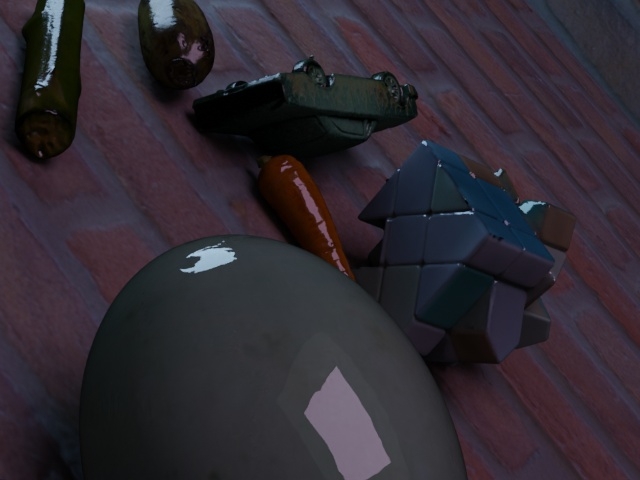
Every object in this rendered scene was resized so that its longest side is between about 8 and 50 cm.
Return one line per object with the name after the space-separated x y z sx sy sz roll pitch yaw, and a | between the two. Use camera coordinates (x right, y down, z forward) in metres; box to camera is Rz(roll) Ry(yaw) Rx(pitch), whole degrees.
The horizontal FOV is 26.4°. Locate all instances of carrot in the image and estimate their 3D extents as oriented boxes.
0.000 0.000 1.550 0.061 0.061 0.256 -2 55 -55 | carrot

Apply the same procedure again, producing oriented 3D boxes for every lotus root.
-0.172 -0.237 1.609 0.089 0.080 0.179 23 31 -33 | lotus root

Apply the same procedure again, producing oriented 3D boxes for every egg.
-0.036 0.168 1.025 0.276 0.276 0.389 11 45 -48 | egg

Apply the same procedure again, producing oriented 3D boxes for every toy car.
-0.010 -0.156 1.680 0.321 0.141 0.097 -3 81 -56 | toy car

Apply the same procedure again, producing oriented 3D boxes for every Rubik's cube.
0.179 0.029 1.587 0.213 0.224 0.265 22 30 -40 | Rubik's cube

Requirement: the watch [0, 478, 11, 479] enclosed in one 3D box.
-0.164 0.291 0.681 0.305 0.274 0.241 43 26 8 | watch

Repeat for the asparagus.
-0.277 -0.185 1.415 0.067 0.060 0.277 19 35 -23 | asparagus
